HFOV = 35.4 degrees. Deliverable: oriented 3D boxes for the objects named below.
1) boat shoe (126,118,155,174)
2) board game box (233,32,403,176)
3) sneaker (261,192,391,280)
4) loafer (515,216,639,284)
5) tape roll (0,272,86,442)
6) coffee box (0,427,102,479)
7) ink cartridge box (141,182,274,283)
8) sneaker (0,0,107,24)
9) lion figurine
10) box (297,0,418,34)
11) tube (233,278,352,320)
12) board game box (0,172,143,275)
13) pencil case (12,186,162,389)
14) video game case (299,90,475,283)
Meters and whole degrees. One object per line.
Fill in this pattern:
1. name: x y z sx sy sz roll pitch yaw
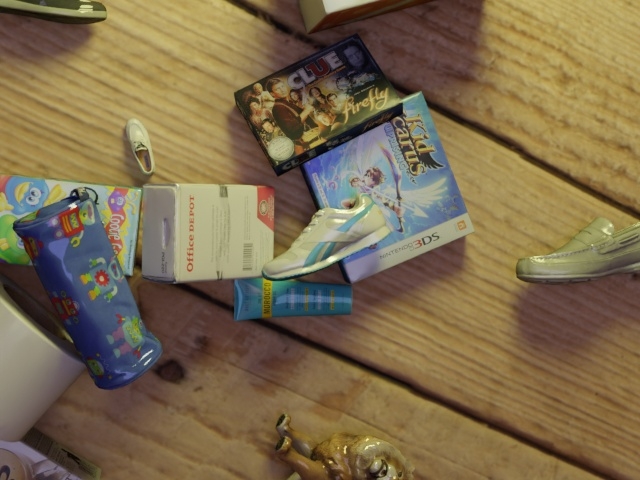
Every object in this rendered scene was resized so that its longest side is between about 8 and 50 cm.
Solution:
1. boat shoe: -0.305 -0.160 1.702 0.035 0.035 0.100 -15 95 -8
2. board game box: -0.005 -0.234 1.709 0.243 0.042 0.165 -28 68 -7
3. sneaker: 0.000 0.000 1.685 0.228 0.087 0.092 -25 89 -10
4. loafer: 0.498 0.015 1.811 0.319 0.112 0.112 -9 89 -16
5. tape roll: -0.508 0.174 1.580 0.246 0.246 0.169 43 86 -9
6. coffee box: -0.534 0.383 1.649 0.297 0.119 0.168 34 88 -9
7. ink cartridge box: -0.183 -0.014 1.647 0.217 0.092 0.159 -1 94 -49
8. sneaker: -0.456 -0.426 1.641 0.222 0.083 0.118 8 91 -8
9. lion figurine: -0.037 0.466 1.743 0.240 0.142 0.392 40 100 -16
10. box: 0.133 -0.480 1.667 0.345 0.215 0.168 -16 96 -8
11. tube: -0.048 0.102 1.755 0.207 0.052 0.080 1 84 -3
12. board game box: -0.435 -0.030 1.632 0.275 0.144 0.142 6 93 -9
13. pencil case: -0.348 0.073 1.528 0.133 0.119 0.306 -40 113 -47
14. video game case: 0.111 -0.093 1.761 0.244 0.061 0.270 -23 96 -8
